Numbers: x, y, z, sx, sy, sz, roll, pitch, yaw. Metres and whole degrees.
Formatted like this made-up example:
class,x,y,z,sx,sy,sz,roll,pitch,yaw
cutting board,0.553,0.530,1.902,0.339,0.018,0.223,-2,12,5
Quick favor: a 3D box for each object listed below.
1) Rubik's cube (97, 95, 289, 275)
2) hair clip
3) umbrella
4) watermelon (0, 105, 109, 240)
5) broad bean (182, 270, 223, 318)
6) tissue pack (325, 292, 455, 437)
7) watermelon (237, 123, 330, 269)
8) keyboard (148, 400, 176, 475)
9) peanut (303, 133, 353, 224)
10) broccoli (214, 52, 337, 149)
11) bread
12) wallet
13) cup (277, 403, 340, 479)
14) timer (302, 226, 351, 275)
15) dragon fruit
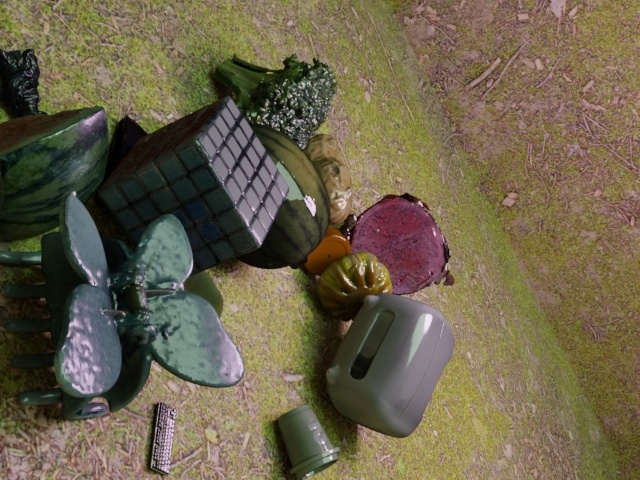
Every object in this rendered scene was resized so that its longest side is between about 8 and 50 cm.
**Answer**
class,x,y,z,sx,sy,sz,roll,pitch,yaw
Rubik's cube,-0.229,-0.095,1.516,0.237,0.237,0.238,56,26,-23
hair clip,-0.357,0.120,1.288,0.392,0.238,0.318,9,62,-57
umbrella,-0.529,-0.238,1.442,0.080,0.071,0.224,-13,86,-26
watermelon,-0.475,-0.139,1.310,0.201,0.261,0.213,44,45,6
broad bean,-0.262,0.130,1.592,0.169,0.100,0.228,61,27,-24
tissue pack,0.166,0.294,1.965,0.236,0.229,0.333,45,66,-43
watermelon,-0.123,-0.086,1.796,0.359,0.279,0.279,55,30,-15
keyboard,-0.287,0.360,1.464,0.049,0.015,0.129,39,38,-40
peanut,0.009,-0.177,2.202,0.140,0.153,0.325,28,38,-34
broccoli,-0.131,-0.328,2.042,0.375,0.302,0.249,-44,133,-32
bread,0.092,0.130,2.082,0.213,0.213,0.104,40,19,-39
wallet,-0.349,-0.109,1.653,0.221,0.071,0.262,43,31,-36
cup,-0.032,0.437,1.751,0.120,0.120,0.141,9,49,-57
timer,0.000,0.000,2.132,0.132,0.132,0.152,44,13,-36
dragon fruit,0.204,0.031,2.319,0.314,0.296,0.263,62,-5,-3
